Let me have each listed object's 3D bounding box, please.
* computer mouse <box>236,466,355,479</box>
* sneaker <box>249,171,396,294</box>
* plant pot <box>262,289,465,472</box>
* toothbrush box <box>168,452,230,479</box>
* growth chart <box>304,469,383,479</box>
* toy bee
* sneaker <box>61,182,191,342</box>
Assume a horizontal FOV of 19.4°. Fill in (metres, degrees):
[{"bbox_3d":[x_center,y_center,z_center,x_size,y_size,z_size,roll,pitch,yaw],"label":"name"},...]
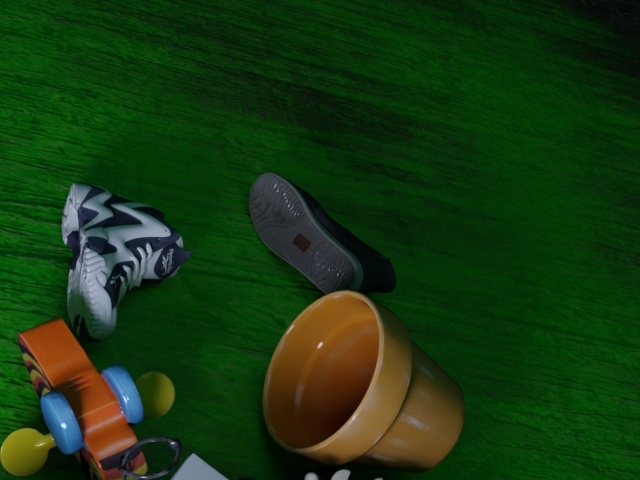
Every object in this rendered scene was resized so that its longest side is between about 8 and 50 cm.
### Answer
[{"bbox_3d":[-0.036,0.298,2.138,0.071,0.041,0.242,43,24,31],"label":"computer mouse"},{"bbox_3d":[0.000,0.000,2.491,0.222,0.083,0.118,49,20,26],"label":"sneaker"},{"bbox_3d":[0.067,0.188,2.254,0.188,0.205,0.205,29,36,-35],"label":"plant pot"},{"bbox_3d":[-0.089,0.400,1.956,0.295,0.126,0.216,37,39,0],"label":"toothbrush box"},{"bbox_3d":[0.072,0.359,2.131,0.237,0.021,0.172,20,69,-28],"label":"growth chart"},{"bbox_3d":[-0.247,0.223,2.028,0.195,0.162,0.298,-9,36,-5],"label":"toy bee"},{"bbox_3d":[-0.224,0.032,2.254,0.153,0.094,0.235,8,36,-20],"label":"sneaker"}]
